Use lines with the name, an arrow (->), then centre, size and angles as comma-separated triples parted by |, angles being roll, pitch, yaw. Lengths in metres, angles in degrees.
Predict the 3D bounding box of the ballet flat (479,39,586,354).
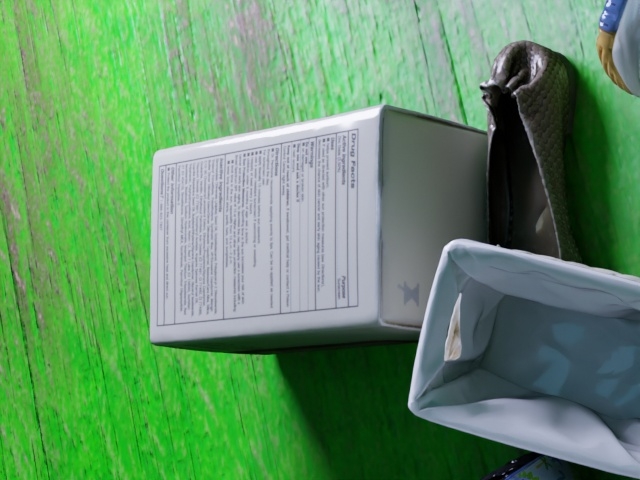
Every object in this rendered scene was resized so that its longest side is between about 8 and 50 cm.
ballet flat -> 0.136, -0.012, 1.246 | 0.084, 0.058, 0.250 | -8, 78, 44

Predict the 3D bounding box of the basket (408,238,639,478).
basket -> 0.154, 0.070, 1.150 | 0.167, 0.103, 0.113 | 15, 95, 20

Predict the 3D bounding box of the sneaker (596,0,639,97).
sneaker -> 0.278, -0.213, 1.125 | 0.131, 0.112, 0.296 | 24, 103, 26

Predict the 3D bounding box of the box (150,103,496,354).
box -> 0.000, 0.000, 1.330 | 0.232, 0.127, 0.148 | -7, 79, 43

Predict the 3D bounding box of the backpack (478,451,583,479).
backpack -> 0.124, 0.190, 1.201 | 0.114, 0.105, 0.084 | -45, 78, 27
